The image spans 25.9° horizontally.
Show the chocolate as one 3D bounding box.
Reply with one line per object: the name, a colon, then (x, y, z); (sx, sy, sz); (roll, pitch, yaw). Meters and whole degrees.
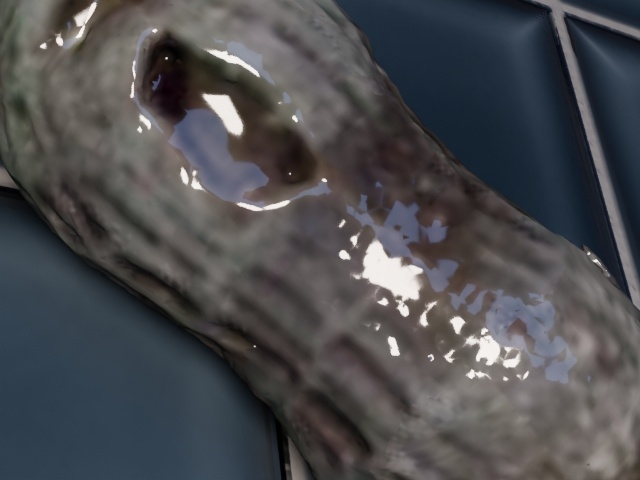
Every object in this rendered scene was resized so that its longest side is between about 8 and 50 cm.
chocolate: (0.000, 0.000, 0.406); (0.248, 0.110, 0.110); (47, 44, -1)
